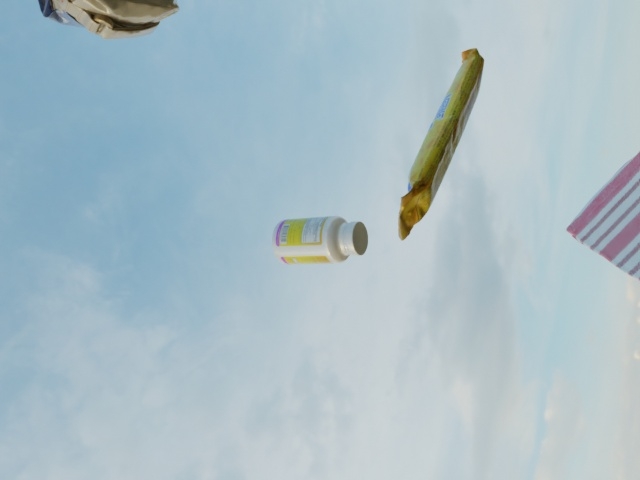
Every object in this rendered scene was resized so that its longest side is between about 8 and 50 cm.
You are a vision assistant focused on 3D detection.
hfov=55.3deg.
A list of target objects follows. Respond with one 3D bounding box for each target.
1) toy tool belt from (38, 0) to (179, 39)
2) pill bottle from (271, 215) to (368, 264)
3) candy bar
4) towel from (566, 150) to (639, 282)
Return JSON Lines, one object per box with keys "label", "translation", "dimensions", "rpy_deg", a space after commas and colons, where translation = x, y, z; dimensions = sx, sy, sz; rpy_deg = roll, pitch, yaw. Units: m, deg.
{"label": "toy tool belt", "translation": [-0.114, -0.123, 0.296], "dimensions": [0.083, 0.051, 0.052], "rpy_deg": [-19, -72, -48]}
{"label": "pill bottle", "translation": [0.000, 0.000, 0.558], "dimensions": [0.043, 0.083, 0.043], "rpy_deg": [6, -97, -58]}
{"label": "candy bar", "translation": [0.080, -0.069, 0.397], "dimensions": [0.040, 0.018, 0.161], "rpy_deg": [81, -151, -49]}
{"label": "towel", "translation": [0.341, -0.016, 0.570], "dimensions": [0.029, 0.197, 0.144], "rpy_deg": [35, -79, -32]}
